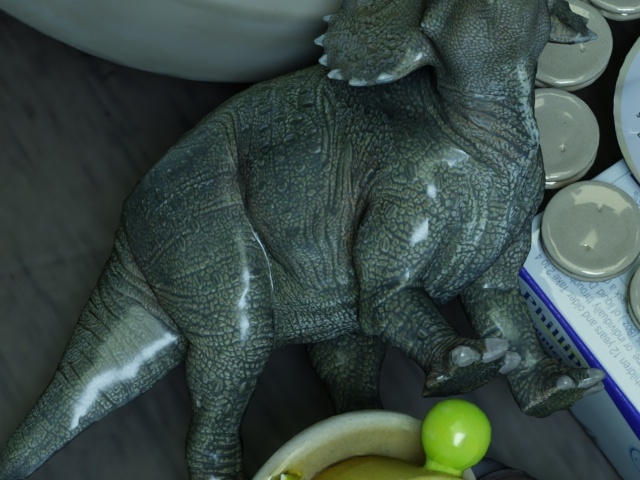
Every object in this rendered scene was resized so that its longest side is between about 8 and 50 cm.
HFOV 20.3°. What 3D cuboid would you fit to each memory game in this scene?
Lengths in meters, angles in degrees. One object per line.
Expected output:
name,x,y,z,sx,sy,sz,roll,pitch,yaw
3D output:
memory game,0.155,-0.043,0.638,0.186,0.012,0.186,0,69,1

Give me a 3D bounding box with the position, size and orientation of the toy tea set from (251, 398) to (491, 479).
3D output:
toy tea set,0.027,0.223,0.502,0.200,0.124,0.336,25,89,-30

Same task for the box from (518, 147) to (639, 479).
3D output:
box,0.154,0.024,0.657,0.137,0.072,0.126,-33,70,-11

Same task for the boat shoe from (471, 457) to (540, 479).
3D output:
boat shoe,-0.019,0.170,0.595,0.285,0.103,0.092,-35,32,-17

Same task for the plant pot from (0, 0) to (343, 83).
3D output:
plant pot,0.004,-0.251,0.590,0.323,0.280,0.323,10,69,-27

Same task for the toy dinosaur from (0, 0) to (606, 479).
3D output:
toy dinosaur,0.000,0.000,0.621,0.121,0.313,0.160,4,61,-45
